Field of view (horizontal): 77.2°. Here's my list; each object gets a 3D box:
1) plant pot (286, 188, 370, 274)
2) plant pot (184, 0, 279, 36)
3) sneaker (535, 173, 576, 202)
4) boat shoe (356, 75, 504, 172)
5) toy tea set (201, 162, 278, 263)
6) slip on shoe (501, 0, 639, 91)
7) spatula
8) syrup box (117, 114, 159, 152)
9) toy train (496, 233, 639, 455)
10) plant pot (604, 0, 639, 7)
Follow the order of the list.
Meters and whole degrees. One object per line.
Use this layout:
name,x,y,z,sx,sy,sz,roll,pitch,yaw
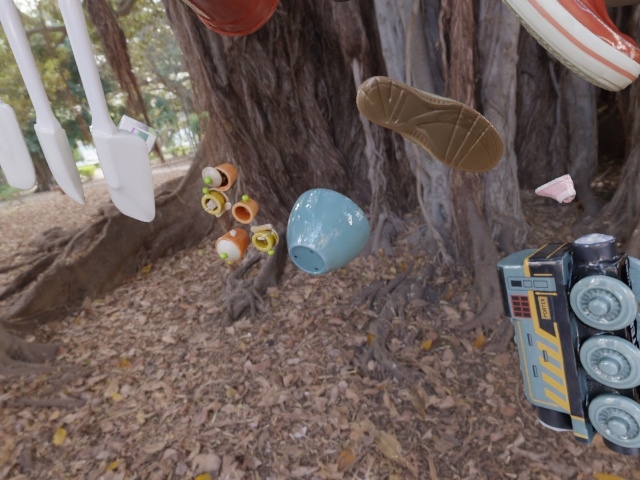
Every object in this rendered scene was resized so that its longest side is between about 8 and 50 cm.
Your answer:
plant pot,0.000,0.000,1.351,0.290,0.290,0.195,1,42,34
plant pot,-0.255,-0.652,0.936,0.272,0.273,0.265,-7,14,14
sneaker,0.650,-0.130,1.109,0.050,0.070,0.134,-21,-7,-5
boat shoe,0.238,-0.261,0.870,0.341,0.122,0.110,27,24,-8
toy tea set,-0.283,-0.067,1.237,0.199,0.336,0.124,-14,26,30
slip on shoe,0.166,-0.268,0.317,0.101,0.331,0.123,-31,0,37
spatula,-0.211,-0.129,0.296,0.168,0.242,0.019,17,37,16
syrup box,-0.526,-0.259,1.123,0.096,0.093,0.236,23,-10,-27
toy train,0.392,0.154,0.614,0.142,0.334,0.190,-21,11,-38
plant pot,0.472,-0.442,0.498,0.323,0.323,0.280,-19,13,-23
